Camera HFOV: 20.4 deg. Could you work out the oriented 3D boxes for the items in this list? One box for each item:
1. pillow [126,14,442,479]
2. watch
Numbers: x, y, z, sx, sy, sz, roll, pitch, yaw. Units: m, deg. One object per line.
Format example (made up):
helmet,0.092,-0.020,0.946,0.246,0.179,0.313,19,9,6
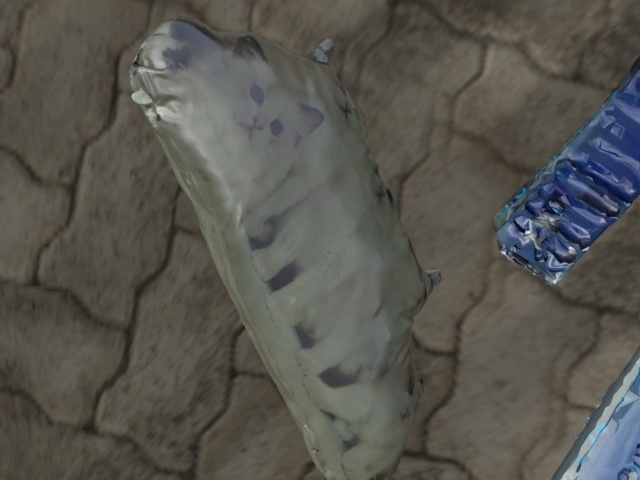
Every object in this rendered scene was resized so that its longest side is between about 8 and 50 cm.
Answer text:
pillow,0.000,-0.001,0.729,0.093,0.051,0.241,-43,126,-26
watch,0.156,0.010,0.791,0.068,0.274,0.276,28,40,-17
